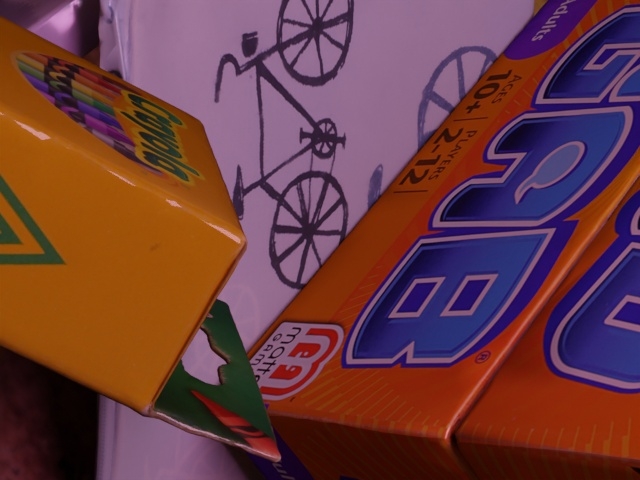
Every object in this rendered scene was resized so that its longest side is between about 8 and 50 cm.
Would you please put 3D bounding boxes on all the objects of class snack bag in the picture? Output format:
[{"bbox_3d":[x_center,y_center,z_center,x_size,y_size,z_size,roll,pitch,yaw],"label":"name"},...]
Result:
[{"bbox_3d":[0.000,0.000,0.956,0.342,0.037,0.323,-11,110,-47],"label":"snack bag"}]

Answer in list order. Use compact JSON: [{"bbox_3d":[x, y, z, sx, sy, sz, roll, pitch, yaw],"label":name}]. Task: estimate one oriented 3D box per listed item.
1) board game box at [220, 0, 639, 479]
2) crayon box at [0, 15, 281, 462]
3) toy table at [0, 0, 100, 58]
[{"bbox_3d":[0.242,0.095,0.906,0.356,0.356,0.356,-49,119,-28],"label":"board game box"},{"bbox_3d":[-0.148,-0.042,0.696,0.318,0.081,0.202,27,10,-16],"label":"crayon box"},{"bbox_3d":[-0.152,-0.194,0.897,0.161,0.252,0.274,59,41,-23],"label":"toy table"}]
